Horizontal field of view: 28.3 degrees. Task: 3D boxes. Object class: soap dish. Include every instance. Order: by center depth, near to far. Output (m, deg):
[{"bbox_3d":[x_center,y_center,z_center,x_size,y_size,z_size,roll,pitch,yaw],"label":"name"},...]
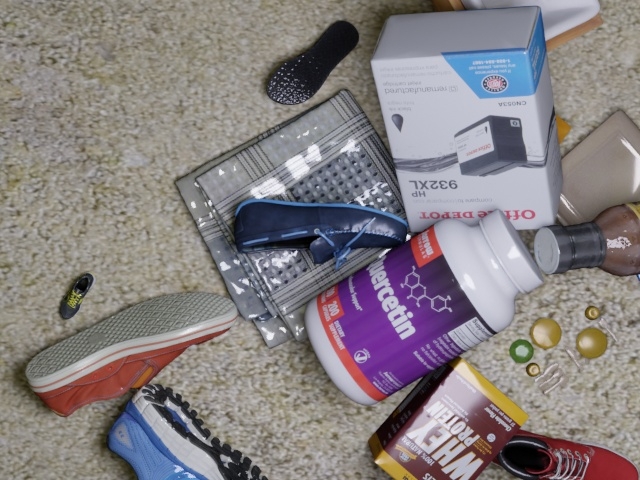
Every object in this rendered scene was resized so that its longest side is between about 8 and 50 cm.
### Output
[{"bbox_3d":[0.262,-0.403,1.906,0.229,0.118,0.291,-28,89,-25],"label":"soap dish"}]

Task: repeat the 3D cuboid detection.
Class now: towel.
[{"bbox_3d":[-0.019,-0.031,1.954,0.324,0.056,0.312,-30,89,-1],"label":"towel"}]

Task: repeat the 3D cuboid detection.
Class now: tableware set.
[{"bbox_3d":[0.376,0.159,1.970,0.154,0.024,0.104,-37,86,0],"label":"tableware set"}]

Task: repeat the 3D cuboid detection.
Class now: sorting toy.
[{"bbox_3d":[0.450,-0.077,1.966,0.196,0.047,0.347,-41,90,-6],"label":"sorting toy"}]

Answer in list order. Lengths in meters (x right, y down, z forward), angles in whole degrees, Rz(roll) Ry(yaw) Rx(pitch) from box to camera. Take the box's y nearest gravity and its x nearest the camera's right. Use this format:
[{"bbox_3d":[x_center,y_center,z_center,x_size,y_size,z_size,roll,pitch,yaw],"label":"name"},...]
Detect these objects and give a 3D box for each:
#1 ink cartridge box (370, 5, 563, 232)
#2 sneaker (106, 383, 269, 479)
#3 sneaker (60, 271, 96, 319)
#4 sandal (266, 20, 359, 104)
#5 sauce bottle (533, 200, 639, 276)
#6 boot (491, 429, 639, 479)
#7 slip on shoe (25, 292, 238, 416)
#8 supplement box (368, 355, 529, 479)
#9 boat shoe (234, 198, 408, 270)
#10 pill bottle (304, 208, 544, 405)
[{"bbox_3d":[0.216,-0.166,1.816,0.223,0.129,0.307,-1,130,19],"label":"ink cartridge box"},{"bbox_3d":[-0.190,0.374,1.921,0.147,0.130,0.330,-43,91,17],"label":"sneaker"},{"bbox_3d":[-0.378,0.084,1.956,0.031,0.035,0.083,29,88,1],"label":"sneaker"},{"bbox_3d":[-0.011,-0.270,1.973,0.179,0.040,0.067,-43,95,-16],"label":"sandal"},{"bbox_3d":[0.478,-0.003,1.847,0.344,0.111,0.111,-8,88,-21],"label":"sauce bottle"},{"bbox_3d":[0.371,0.340,1.888,0.244,0.176,0.088,15,87,-2],"label":"boot"},{"bbox_3d":[-0.279,0.171,1.928,0.331,0.123,0.101,-24,120,-6],"label":"slip on shoe"},{"bbox_3d":[0.184,0.281,1.879,0.129,0.191,0.194,41,89,0],"label":"supplement box"},{"bbox_3d":[0.000,0.000,1.888,0.258,0.109,0.089,2,66,13],"label":"boat shoe"},{"bbox_3d":[0.149,0.089,1.820,0.323,0.181,0.181,-32,89,13],"label":"pill bottle"}]
